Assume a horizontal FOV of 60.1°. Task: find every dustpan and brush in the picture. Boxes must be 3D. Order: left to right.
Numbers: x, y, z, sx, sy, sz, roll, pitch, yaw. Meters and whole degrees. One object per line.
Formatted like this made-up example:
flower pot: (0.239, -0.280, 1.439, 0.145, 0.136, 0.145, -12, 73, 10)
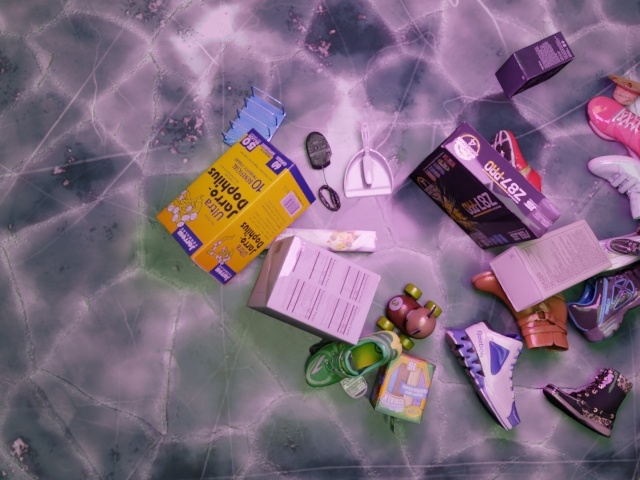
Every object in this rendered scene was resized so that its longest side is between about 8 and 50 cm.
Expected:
dustpan and brush: (0.136, -0.237, 1.627, 0.147, 0.060, 0.211, -5, 86, -3)

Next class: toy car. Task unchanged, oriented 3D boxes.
toy car: (0.261, 0.215, 1.531, 0.149, 0.188, 0.155, 41, 84, 1)

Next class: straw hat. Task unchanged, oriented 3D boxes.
straw hat: (0.928, -0.447, 1.680, 0.144, 0.144, 0.061, 17, 123, -1)

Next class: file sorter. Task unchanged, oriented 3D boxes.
file sorter: (-0.192, -0.339, 1.599, 0.118, 0.104, 0.170, 31, 84, 0)

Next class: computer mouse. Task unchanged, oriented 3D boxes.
computer mouse: (0.012, -0.203, 1.635, 0.071, 0.041, 0.242, -14, 93, 5)
computer mouse: (0.061, 0.365, 1.585, 0.106, 0.042, 0.193, -32, 82, -10)

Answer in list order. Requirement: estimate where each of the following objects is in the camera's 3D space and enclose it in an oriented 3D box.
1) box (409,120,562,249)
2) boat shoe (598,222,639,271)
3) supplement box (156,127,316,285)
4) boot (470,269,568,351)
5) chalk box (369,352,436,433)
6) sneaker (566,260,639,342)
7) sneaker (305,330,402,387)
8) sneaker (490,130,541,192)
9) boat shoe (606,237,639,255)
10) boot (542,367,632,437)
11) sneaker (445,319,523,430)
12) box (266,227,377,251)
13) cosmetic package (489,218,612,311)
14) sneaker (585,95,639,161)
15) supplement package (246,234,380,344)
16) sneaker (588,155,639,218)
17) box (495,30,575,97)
box: (0.410, -0.127, 1.465, 0.318, 0.395, 0.097, 43, 85, 0)
boat shoe: (0.922, -0.002, 1.620, 0.320, 0.118, 0.103, -22, 90, 3)
supplement box: (-0.222, -0.089, 1.499, 0.356, 0.195, 0.194, -44, 60, -6)
boot: (0.568, 0.201, 1.567, 0.283, 0.109, 0.220, 10, 65, -15)
chalk box: (0.217, 0.423, 1.540, 0.131, 0.132, 0.213, 18, 83, -1)
sneaker: (0.864, 0.138, 1.600, 0.341, 0.125, 0.140, -42, 83, -7)
sneaker: (0.070, 0.315, 1.478, 0.295, 0.123, 0.110, -28, 77, 24)
sneaker: (0.590, -0.195, 1.642, 0.118, 0.107, 0.279, -18, 89, -23)
boat shoe: (0.881, 0.020, 1.550, 0.142, 0.040, 0.049, 11, 88, 9)
boot: (0.770, 0.432, 1.591, 0.236, 0.085, 0.179, 35, 82, -6)
sneaker: (0.507, 0.359, 1.562, 0.182, 0.127, 0.316, -28, 85, -3)
box: (0.000, 0.000, 1.599, 0.323, 0.067, 0.063, 1, 84, -2)
cosmetic package: (0.639, 0.064, 1.530, 0.309, 0.113, 0.160, -16, 72, -28)
sneaker: (0.931, -0.327, 1.629, 0.116, 0.136, 0.314, -44, 82, -6)
supplement package: (-0.022, 0.135, 1.475, 0.262, 0.199, 0.198, 26, 75, -18)
sneaker: (0.903, -0.149, 1.616, 0.255, 0.094, 0.151, 20, 70, 9)
box: (0.625, -0.513, 1.626, 0.158, 0.156, 0.093, -26, 86, -4)
